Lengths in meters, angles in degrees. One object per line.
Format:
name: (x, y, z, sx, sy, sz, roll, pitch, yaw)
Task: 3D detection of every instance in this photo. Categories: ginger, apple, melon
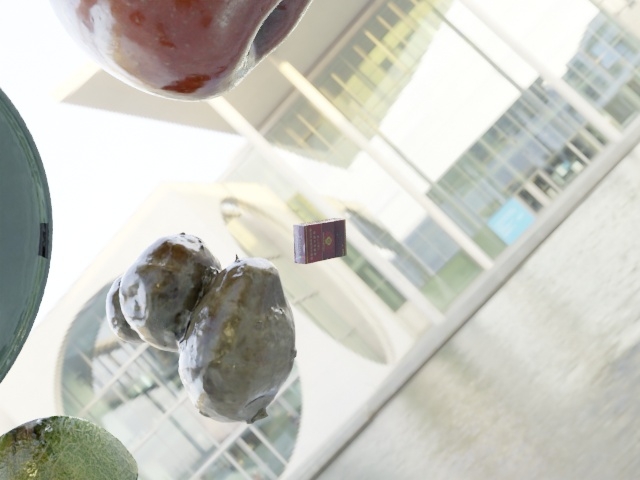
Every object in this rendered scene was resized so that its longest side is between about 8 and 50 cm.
ginger: (-0.173, 0.104, 1.222, 0.155, 0.304, 0.245, -27, -38, -50)
apple: (-0.149, -0.335, 1.009, 0.348, 0.277, 0.348, -50, -2, -2)
melon: (-0.258, 0.234, 0.823, 0.160, 0.128, 0.079, -18, 31, -8)

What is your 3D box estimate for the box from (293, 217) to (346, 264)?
box: (0.000, 0.000, 1.148, 0.023, 0.052, 0.082, 7, 12, 42)

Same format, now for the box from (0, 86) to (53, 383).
box: (-0.260, -0.004, 0.393, 0.226, 0.149, 0.226, -28, -52, -43)
